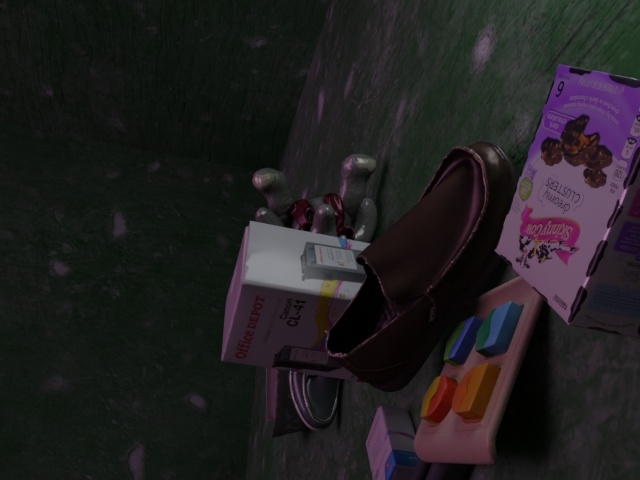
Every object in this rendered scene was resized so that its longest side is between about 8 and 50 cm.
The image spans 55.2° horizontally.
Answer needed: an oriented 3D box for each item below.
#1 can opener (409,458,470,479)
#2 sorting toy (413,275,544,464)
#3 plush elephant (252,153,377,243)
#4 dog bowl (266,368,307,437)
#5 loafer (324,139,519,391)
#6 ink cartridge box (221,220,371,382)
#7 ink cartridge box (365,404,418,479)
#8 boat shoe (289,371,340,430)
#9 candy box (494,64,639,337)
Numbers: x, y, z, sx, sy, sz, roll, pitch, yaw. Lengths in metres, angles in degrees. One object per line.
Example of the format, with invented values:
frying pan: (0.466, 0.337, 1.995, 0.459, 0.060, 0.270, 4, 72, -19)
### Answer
can opener: (0.119, 0.357, 0.804, 0.074, 0.093, 0.280, -105, 32, -63)
sorting toy: (0.171, 0.148, 0.702, 0.208, 0.038, 0.193, -66, 5, -23)
plush elephant: (0.000, 0.000, 1.272, 0.255, 0.272, 0.330, -113, 21, -73)
dog bowl: (-0.092, 0.377, 1.728, 0.349, 0.102, 0.349, -179, 90, -81)
loafer: (0.121, 0.037, 0.780, 0.366, 0.130, 0.134, -65, 32, 14)
ink cartridge box: (0.009, 0.111, 0.987, 0.226, 0.306, 0.131, 111, 164, -45)
ink cartridge box: (0.112, 0.329, 0.939, 0.122, 0.052, 0.088, -103, 25, -61)
boat shoe: (-0.002, 0.269, 1.412, 0.099, 0.116, 0.319, 127, 147, -57)
candy box: (0.243, -0.042, 0.537, 0.165, 0.070, 0.196, -109, 31, -68)
